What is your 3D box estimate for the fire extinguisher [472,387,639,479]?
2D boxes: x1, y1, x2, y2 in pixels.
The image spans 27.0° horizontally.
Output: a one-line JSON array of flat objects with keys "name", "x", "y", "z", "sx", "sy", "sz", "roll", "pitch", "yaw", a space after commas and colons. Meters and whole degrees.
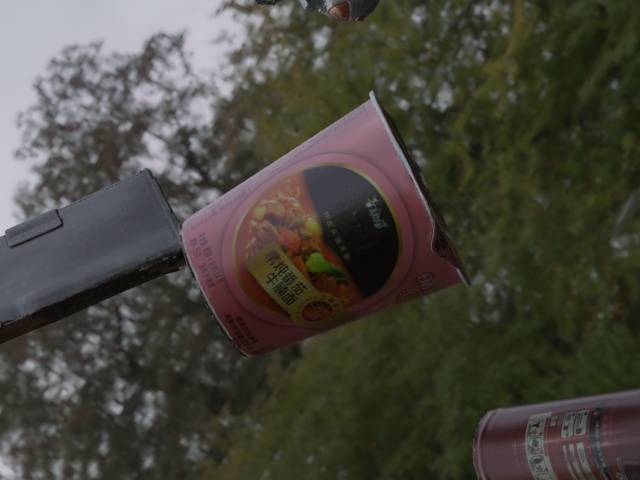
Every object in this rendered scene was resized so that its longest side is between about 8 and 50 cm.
[{"name": "fire extinguisher", "x": 0.288, "y": 0.203, "z": 1.271, "sx": 0.147, "sy": 0.106, "sz": 0.337, "roll": -32, "pitch": 9, "yaw": -41}]

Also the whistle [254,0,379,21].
[{"name": "whistle", "x": 0.005, "y": -0.381, "z": 2.034, "sx": 0.123, "sy": 0.223, "sz": 0.123, "roll": 171, "pitch": 90, "yaw": -88}]

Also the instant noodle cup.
[{"name": "instant noodle cup", "x": 0.000, "y": 0.000, "z": 1.396, "sx": 0.255, "sy": 0.244, "sz": 0.244, "roll": -27, "pitch": -23, "yaw": 5}]

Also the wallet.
[{"name": "wallet", "x": -0.315, "y": 0.033, "z": 1.563, "sx": 0.317, "sy": 0.169, "sz": 0.044, "roll": -24, "pitch": -46, "yaw": -8}]
